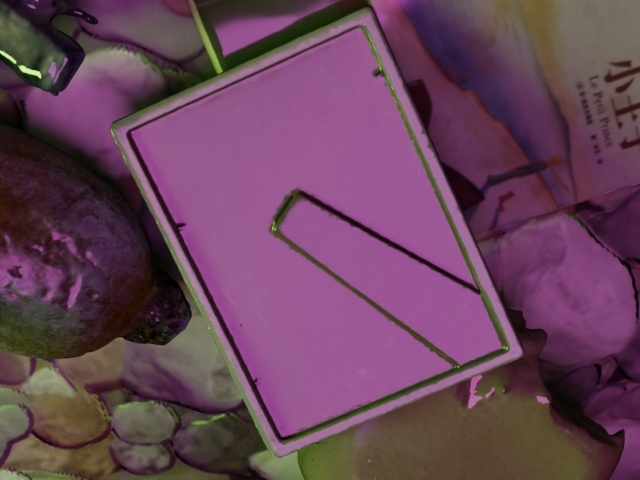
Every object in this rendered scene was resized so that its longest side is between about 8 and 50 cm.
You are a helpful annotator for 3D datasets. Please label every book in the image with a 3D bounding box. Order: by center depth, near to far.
[{"bbox_3d":[0.095,-0.096,0.672,0.290,0.026,0.201,-19,120,5],"label":"book"}]

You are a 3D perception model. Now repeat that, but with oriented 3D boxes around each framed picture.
[{"bbox_3d":[0.000,0.000,0.659,0.150,0.015,0.203,-24,102,7],"label":"framed picture"}]

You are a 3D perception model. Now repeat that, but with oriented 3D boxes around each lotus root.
[{"bbox_3d":[-0.154,0.006,0.668,0.192,0.088,0.113,29,108,-24],"label":"lotus root"}]

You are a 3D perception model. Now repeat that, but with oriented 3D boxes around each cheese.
[{"bbox_3d":[0.089,0.116,0.770,0.203,0.091,0.175,23,116,-23],"label":"cheese"}]

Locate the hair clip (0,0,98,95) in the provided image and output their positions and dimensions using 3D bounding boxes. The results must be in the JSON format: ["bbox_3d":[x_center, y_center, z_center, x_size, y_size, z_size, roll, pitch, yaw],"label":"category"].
[{"bbox_3d":[-0.200,-0.126,0.605,0.187,0.056,0.146,23,118,-11],"label":"hair clip"}]
